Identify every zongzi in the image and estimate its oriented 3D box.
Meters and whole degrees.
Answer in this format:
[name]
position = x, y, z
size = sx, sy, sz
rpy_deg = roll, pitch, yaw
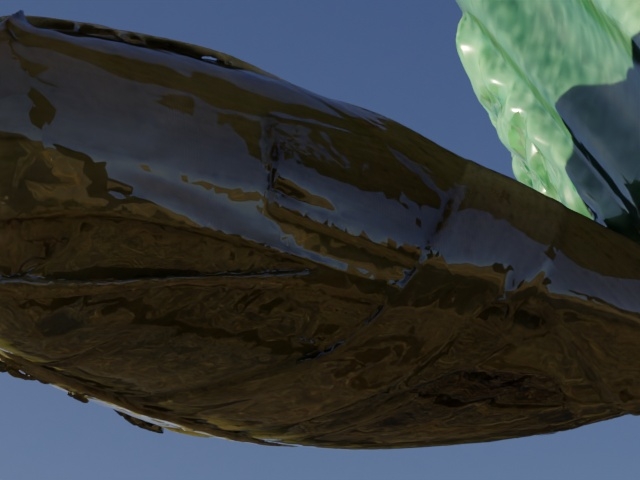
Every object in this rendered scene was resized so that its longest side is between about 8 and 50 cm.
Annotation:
[zongzi]
position = 0.000, 0.000, 0.386
size = 0.178, 0.081, 0.189
rpy_deg = 6, -10, 25

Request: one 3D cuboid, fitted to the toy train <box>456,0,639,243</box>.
[toy train]
position = 0.177, -0.041, 0.522
size = 0.238, 0.167, 0.299
rpy_deg = -35, -49, 4
